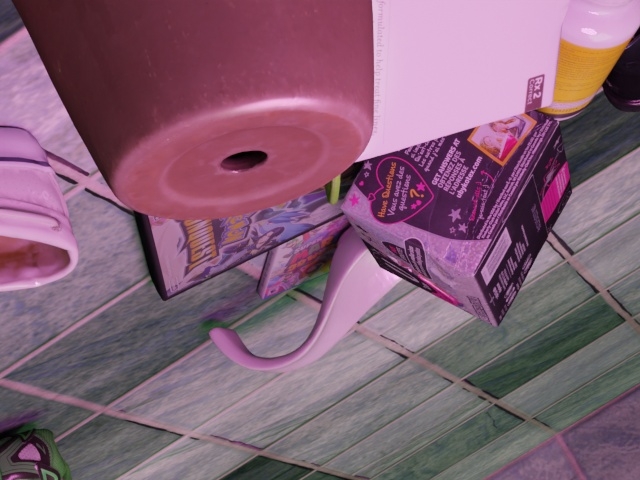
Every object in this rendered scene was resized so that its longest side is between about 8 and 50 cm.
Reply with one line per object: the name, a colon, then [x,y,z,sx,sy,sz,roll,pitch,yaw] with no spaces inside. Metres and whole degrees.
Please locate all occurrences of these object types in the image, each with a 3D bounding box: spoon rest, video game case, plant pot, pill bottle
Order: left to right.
plant pot: [-0.070,-0.144,1.008,0.263,0.229,0.263,-12,159,-5]
video game case: [-0.048,-0.056,1.602,0.248,0.035,0.275,-26,160,-10]
video game case: [0.000,0.000,1.831,0.119,0.015,0.166,-22,158,-20]
spoon rest: [0.018,0.056,1.844,0.276,0.084,0.137,-35,160,16]
pill bottle: [0.219,-0.191,1.539,0.103,0.103,0.184,-20,159,-24]

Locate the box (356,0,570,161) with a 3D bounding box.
box: [0.070,-0.176,1.247,0.182,0.119,0.181,-17,129,-26]

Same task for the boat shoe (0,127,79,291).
boat shoe: [-0.321,0.021,1.237,0.367,0.156,0.136,-7,150,-47]

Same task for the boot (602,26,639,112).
boot: [0.376,-0.218,1.698,0.246,0.094,0.207,-24,164,3]

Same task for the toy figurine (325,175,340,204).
toy figurine: [-0.068,-0.091,1.398,0.159,0.130,0.173,-1,179,-3]

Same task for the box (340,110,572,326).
box: [0.128,-0.037,1.634,0.163,0.142,0.247,-60,164,-6]

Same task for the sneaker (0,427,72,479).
sneaker: [-0.335,0.318,1.968,0.146,0.134,0.343,-23,158,-20]
